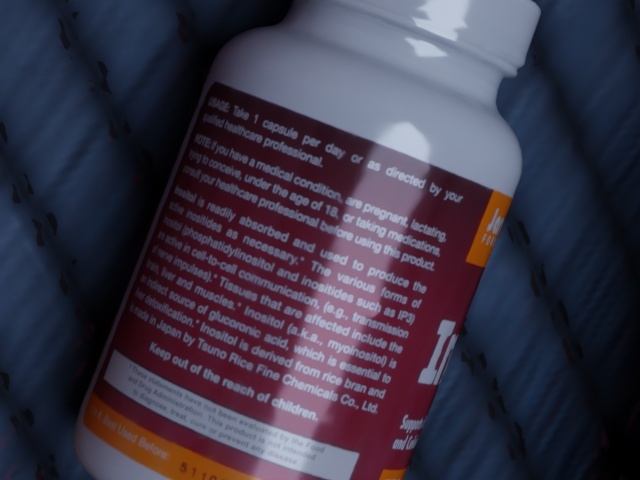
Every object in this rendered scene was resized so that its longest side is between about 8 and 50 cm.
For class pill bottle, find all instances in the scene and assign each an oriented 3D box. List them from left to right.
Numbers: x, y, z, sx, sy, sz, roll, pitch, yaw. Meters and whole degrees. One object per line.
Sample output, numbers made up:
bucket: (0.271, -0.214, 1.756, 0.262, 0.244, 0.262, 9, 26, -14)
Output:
pill bottle: (0.000, 0.000, 0.449, 0.086, 0.086, 0.152, 19, 94, -29)
